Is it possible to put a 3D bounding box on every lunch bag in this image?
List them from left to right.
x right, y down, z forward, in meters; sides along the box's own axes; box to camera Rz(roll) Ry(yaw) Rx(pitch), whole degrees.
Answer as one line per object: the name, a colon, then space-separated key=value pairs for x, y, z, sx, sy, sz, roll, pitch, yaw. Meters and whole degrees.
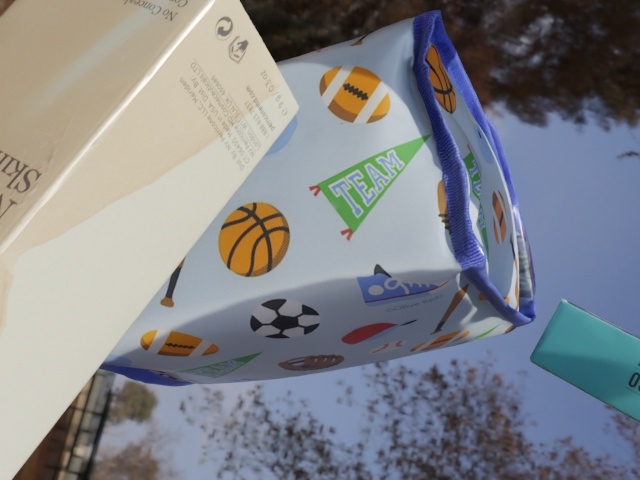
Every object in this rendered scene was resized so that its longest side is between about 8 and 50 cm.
lunch bag: x=0.000 y=0.000 z=0.846 sx=0.385 sy=0.328 sz=0.238 roll=38 pitch=44 yaw=-64

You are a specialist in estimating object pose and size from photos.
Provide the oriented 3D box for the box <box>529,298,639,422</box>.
box: x=0.297 y=0.132 z=0.793 sx=0.244 sy=0.100 sz=0.060 roll=29 pitch=-86 yaw=35

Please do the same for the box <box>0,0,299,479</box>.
box: x=-0.170 y=-0.019 z=0.591 sx=0.311 sy=0.148 sz=0.121 roll=-55 pitch=145 yaw=-16
